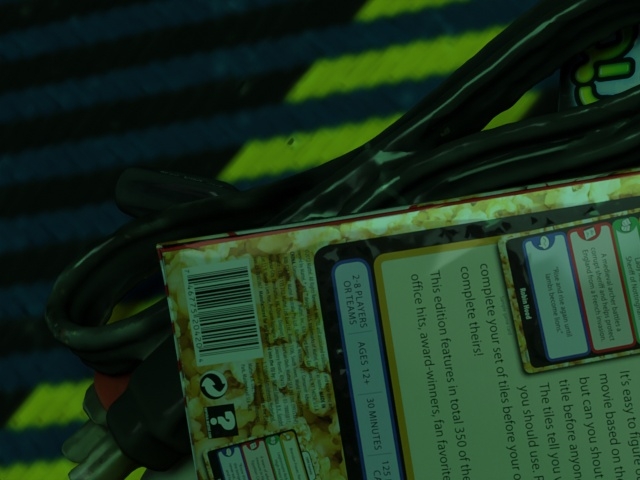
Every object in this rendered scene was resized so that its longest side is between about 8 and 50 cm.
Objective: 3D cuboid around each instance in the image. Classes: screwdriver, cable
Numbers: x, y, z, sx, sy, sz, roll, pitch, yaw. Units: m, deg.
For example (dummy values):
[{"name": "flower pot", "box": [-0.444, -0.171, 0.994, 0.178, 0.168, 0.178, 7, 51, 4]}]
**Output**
[{"name": "screwdriver", "box": [0.000, 0.000, 0.526, 0.169, 0.025, 0.024, 16, 76, 17]}, {"name": "cable", "box": [0.014, 0.004, 0.486, 0.287, 0.072, 0.139, -40, 47, 5]}]

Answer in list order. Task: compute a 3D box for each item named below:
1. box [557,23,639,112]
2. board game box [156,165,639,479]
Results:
[{"name": "box", "box": [0.137, -0.065, 0.469, 0.114, 0.036, 0.207, -6, 68, 32]}, {"name": "board game box", "box": [0.061, 0.057, 0.399, 0.193, 0.045, 0.147, -9, 91, 14]}]
